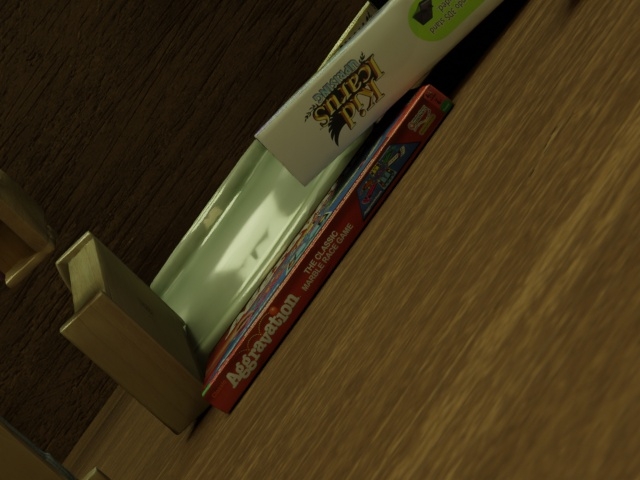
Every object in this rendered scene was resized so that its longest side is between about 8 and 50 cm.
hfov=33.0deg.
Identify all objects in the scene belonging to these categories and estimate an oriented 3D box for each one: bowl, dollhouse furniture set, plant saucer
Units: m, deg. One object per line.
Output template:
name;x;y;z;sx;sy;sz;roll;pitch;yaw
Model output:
bowl;0.063;-0.268;1.544;0.170;0.080;0.170;-54;6;9
dollhouse furniture set;-0.293;0.133;0.953;0.303;0.286;0.198;-44;21;-1
plant saucer;-0.094;-0.003;1.228;0.400;0.100;0.400;-54;7;9

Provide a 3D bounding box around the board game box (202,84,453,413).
board game box;0.000;0.000;0.853;0.281;0.027;0.145;-54;5;3

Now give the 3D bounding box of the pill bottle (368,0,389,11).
pill bottle;0.131;-0.375;1.408;0.123;0.122;0.219;-50;6;33

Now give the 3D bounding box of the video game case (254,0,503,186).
video game case;0.069;-0.174;0.921;0.244;0.061;0.269;-42;7;16
